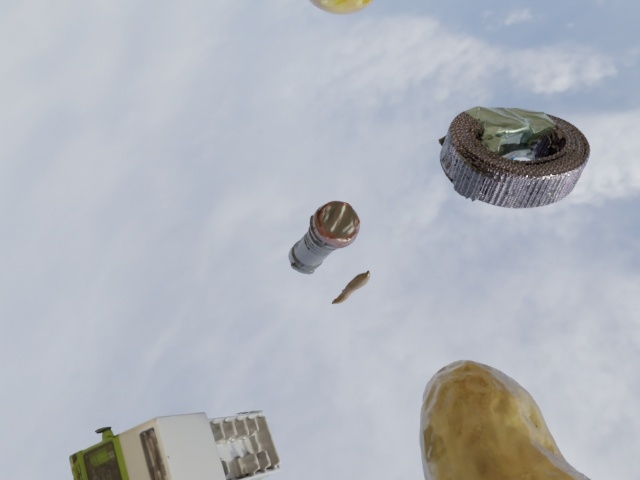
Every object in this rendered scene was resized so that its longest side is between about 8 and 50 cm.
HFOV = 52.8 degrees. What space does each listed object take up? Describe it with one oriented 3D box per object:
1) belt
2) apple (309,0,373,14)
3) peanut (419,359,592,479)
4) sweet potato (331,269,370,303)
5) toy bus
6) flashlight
[{"bbox_3d":[0.416,-0.187,1.378,0.324,0.122,0.260,-11,-133,-19],"label":"belt"},{"bbox_3d":[0.037,-0.423,0.959,0.146,0.147,0.163,41,-91,8],"label":"apple"},{"bbox_3d":[0.227,0.305,0.695,0.169,0.192,0.387,-14,-125,-25],"label":"peanut"},{"bbox_3d":[0.061,0.088,1.219,0.115,0.026,0.026,-47,-150,37],"label":"sweet potato"},{"bbox_3d":[-0.163,0.283,0.830,0.139,0.301,0.113,-29,-111,19],"label":"toy bus"},{"bbox_3d":[0.000,0.000,1.236,0.092,0.232,0.093,5,-109,-16],"label":"flashlight"}]
